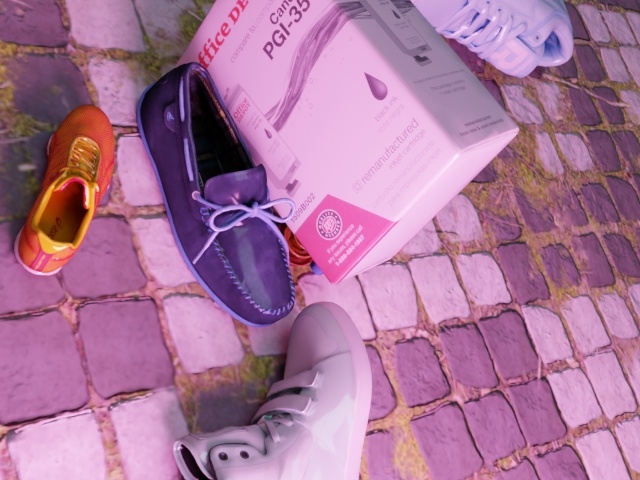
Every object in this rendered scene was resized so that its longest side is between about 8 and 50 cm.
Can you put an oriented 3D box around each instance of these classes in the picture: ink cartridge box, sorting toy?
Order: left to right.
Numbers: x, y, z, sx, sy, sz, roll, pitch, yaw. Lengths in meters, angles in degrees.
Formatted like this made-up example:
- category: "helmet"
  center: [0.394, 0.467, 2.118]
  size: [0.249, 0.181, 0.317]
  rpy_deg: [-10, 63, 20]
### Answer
- category: "sorting toy"
  center: [0.000, 0.000, 0.945]
  size: [0.102, 0.042, 0.061]
  rpy_deg: [-17, 77, -45]
- category: "ink cartridge box"
  center: [0.013, -0.134, 0.885]
  size: [0.117, 0.207, 0.283]
  rpy_deg: [-23, 70, -48]

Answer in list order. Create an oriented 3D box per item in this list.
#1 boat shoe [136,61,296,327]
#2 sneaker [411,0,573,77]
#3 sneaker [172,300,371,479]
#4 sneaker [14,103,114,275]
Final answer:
- category: "boat shoe"
  center: [-0.094, -0.043, 0.854]
  size: [0.109, 0.089, 0.258]
  rpy_deg: [-27, 85, -46]
- category: "sneaker"
  center: [0.247, -0.303, 1.275]
  size: [0.366, 0.135, 0.150]
  rpy_deg: [-10, 69, -43]
- category: "sneaker"
  center: [-0.042, 0.148, 0.785]
  size: [0.151, 0.094, 0.256]
  rpy_deg: [22, 52, -27]
- category: "sneaker"
  center: [-0.203, -0.050, 0.780]
  size: [0.064, 0.067, 0.175]
  rpy_deg: [25, 50, -26]
